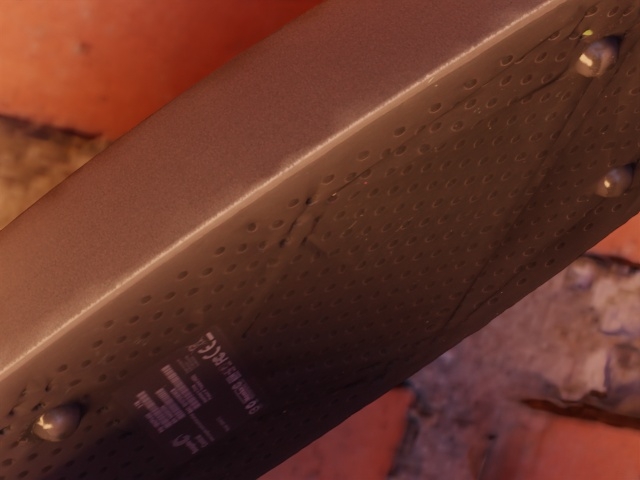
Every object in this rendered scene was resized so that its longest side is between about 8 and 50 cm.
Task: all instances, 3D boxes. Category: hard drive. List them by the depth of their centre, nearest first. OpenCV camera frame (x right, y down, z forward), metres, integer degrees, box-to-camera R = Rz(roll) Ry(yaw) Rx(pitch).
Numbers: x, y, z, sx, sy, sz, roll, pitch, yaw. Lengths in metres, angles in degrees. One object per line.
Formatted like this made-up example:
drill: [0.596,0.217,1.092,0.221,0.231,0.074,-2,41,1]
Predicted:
hard drive: [0.000,0.000,0.562,0.254,0.054,0.172,-34,153,-3]
